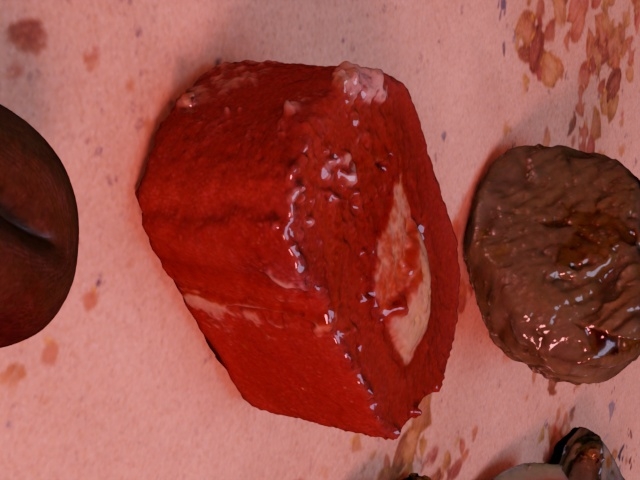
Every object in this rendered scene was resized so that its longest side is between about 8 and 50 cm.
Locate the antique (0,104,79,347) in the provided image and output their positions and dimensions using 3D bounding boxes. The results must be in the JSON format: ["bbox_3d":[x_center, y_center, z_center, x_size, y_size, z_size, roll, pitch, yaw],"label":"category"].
[{"bbox_3d":[-0.190,-0.044,0.589,0.143,0.121,0.257,-60,144,-42],"label":"antique"}]

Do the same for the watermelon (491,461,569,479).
[{"bbox_3d":[0.235,0.340,1.347,0.207,0.202,0.136,-47,174,-39],"label":"watermelon"}]

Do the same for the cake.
[{"bbox_3d":[0.000,0.000,0.875,0.177,0.150,0.283,-55,135,-30],"label":"cake"}]

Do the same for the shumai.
[{"bbox_3d":[0.237,0.046,1.282,0.218,0.189,0.256,82,15,-56],"label":"shumai"}]

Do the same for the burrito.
[{"bbox_3d":[0.340,0.329,1.563,0.229,0.089,0.144,41,66,-52],"label":"burrito"}]

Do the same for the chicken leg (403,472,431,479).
[{"bbox_3d":[0.061,0.253,1.119,0.093,0.070,0.178,67,24,-3],"label":"chicken leg"}]
